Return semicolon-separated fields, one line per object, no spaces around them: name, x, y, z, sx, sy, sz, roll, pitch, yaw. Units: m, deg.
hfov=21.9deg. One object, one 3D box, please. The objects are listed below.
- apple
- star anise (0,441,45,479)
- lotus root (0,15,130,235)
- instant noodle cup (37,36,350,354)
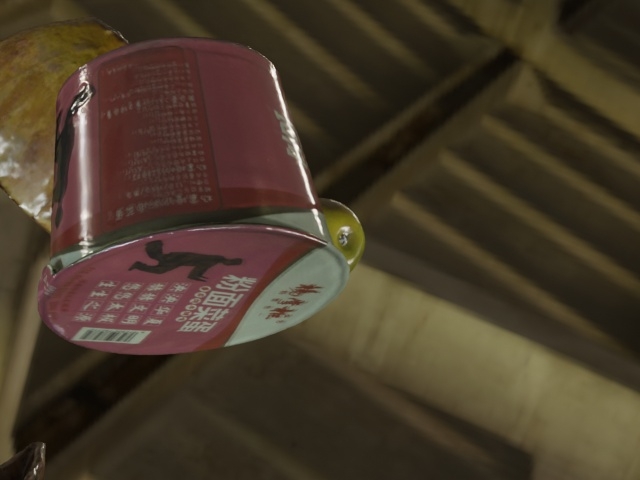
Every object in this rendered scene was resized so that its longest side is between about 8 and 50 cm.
apple;0.000;0.000;1.679;0.089;0.090;0.074;-6;-178;-42
star anise;-0.332;0.344;1.649;0.292;0.109;0.349;-39;-130;-20
lotus root;-0.235;-0.115;1.535;0.188;0.180;0.199;43;180;3
instant noodle cup;-0.105;-0.035;1.262;0.234;0.235;0.178;4;-117;-28
